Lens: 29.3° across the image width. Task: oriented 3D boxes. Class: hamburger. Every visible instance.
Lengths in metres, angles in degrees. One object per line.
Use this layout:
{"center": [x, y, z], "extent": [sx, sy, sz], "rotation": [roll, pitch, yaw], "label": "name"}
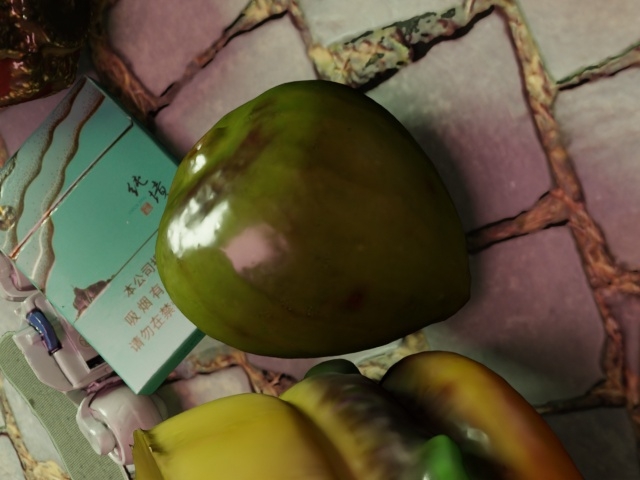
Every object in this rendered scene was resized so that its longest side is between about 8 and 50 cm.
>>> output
{"center": [0.047, 0.254, 0.813], "extent": [0.396, 0.278, 0.395], "rotation": [168, 90, -74], "label": "hamburger"}

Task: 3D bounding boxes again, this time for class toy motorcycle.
{"center": [-0.225, 0.091, 1.113], "extent": [0.112, 0.112, 0.254], "rotation": [-37, 82, 35], "label": "toy motorcycle"}

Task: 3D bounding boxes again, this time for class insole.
{"center": [-0.248, 0.185, 1.200], "extent": [0.080, 0.003, 0.232], "rotation": [-43, 79, 34], "label": "insole"}

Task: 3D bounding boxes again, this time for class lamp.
{"center": [-0.327, -0.179, 1.033], "extent": [0.274, 0.177, 0.177], "rotation": [-12, 97, 23], "label": "lamp"}

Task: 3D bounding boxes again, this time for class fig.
{"center": [0.000, 0.000, 0.884], "extent": [0.225, 0.203, 0.203], "rotation": [32, 125, -15], "label": "fig"}

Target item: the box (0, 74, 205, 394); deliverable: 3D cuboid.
{"center": [-0.171, -0.006, 1.032], "extent": [0.229, 0.041, 0.162], "rotation": [45, 95, 15], "label": "box"}
